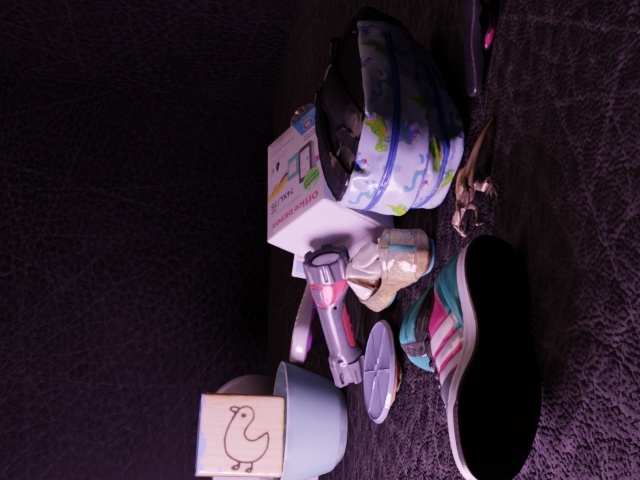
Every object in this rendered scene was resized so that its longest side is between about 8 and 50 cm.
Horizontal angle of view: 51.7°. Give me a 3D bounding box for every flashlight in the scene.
[{"bbox_3d":[0.043,0.159,1.410,0.103,0.103,0.304,-89,-16,-63],"label":"flashlight"}]

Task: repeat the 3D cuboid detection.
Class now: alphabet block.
[{"bbox_3d":[-0.199,0.477,1.609,0.193,0.197,0.192,122,151,-69],"label":"alphabet block"}]

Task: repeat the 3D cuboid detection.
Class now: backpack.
[{"bbox_3d":[0.103,-0.198,1.138,0.355,0.274,0.290,-72,3,-59],"label":"backpack"}]

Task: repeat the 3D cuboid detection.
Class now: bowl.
[{"bbox_3d":[-0.029,0.469,1.679,0.311,0.163,0.311,-174,90,-80],"label":"bowl"}]

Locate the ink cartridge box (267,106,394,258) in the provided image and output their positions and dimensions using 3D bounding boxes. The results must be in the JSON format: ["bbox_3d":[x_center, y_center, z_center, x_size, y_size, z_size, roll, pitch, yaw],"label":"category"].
[{"bbox_3d":[0.017,-0.116,1.448,0.198,0.197,0.270,-35,45,39],"label":"ink cartridge box"}]

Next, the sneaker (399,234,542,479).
[{"bbox_3d":[0.173,0.158,0.828,0.178,0.124,0.295,125,157,-60],"label":"sneaker"}]

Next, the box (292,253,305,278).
[{"bbox_3d":[0.000,0.000,1.808,0.103,0.114,0.203,-39,-43,-72],"label":"box"}]

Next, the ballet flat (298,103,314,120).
[{"bbox_3d":[0.026,-0.366,1.815,0.247,0.083,0.087,-48,6,10],"label":"ballet flat"}]

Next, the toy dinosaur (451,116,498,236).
[{"bbox_3d":[0.211,-0.081,0.942,0.092,0.053,0.183,-103,21,-63],"label":"toy dinosaur"}]

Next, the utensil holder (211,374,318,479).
[{"bbox_3d":[-0.187,0.634,2.042,0.385,0.328,0.327,-144,59,-75],"label":"utensil holder"}]

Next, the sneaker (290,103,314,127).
[{"bbox_3d":[0.000,-0.212,2.062,0.182,0.158,0.410,-16,-68,-68],"label":"sneaker"}]

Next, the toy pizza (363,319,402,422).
[{"bbox_3d":[0.125,0.258,1.308,0.201,0.032,0.201,-174,90,-80],"label":"toy pizza"}]

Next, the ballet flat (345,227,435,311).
[{"bbox_3d":[0.109,0.056,1.264,0.348,0.123,0.123,124,149,-70],"label":"ballet flat"}]

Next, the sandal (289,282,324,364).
[{"bbox_3d":[-0.011,0.224,1.857,0.416,0.102,0.169,-72,-7,-64],"label":"sandal"}]

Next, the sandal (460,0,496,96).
[{"bbox_3d":[0.236,-0.305,0.979,0.067,0.040,0.179,-98,2,-70],"label":"sandal"}]
